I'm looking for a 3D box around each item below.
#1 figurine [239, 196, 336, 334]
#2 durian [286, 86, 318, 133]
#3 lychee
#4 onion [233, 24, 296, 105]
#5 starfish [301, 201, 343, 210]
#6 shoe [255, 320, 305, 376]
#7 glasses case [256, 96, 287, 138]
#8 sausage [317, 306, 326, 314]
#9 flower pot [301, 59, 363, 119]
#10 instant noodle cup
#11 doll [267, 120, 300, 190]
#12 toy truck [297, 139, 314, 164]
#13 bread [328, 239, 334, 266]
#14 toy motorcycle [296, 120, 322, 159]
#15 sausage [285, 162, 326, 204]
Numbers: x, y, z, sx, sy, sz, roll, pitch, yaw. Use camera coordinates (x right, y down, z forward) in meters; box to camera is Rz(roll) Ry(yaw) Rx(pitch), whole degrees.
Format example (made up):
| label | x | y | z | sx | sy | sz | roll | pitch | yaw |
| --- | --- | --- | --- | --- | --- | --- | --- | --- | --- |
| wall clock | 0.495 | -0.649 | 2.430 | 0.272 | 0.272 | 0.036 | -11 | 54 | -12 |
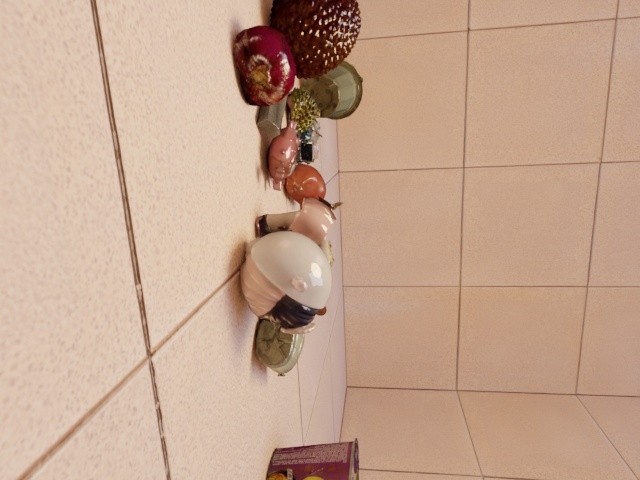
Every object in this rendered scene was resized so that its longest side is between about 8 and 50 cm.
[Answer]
| label | x | y | z | sx | sy | sz | roll | pitch | yaw |
| --- | --- | --- | --- | --- | --- | --- | --- | --- | --- |
| figurine | -0.080 | 0.049 | 1.108 | 0.361 | 0.253 | 0.211 | -73 | -172 | -51 |
| durian | -0.070 | -0.503 | 1.603 | 0.108 | 0.119 | 0.186 | 75 | 17 | -74 |
| lychee | -0.019 | -0.691 | 1.378 | 0.330 | 0.306 | 0.306 | 115 | -14 | -47 |
| onion | -0.139 | -0.466 | 1.118 | 0.218 | 0.140 | 0.195 | -87 | 165 | -49 |
| starfish | -0.010 | -0.004 | 1.959 | 0.384 | 0.132 | 0.397 | 37 | 66 | -69 |
| shoe | -0.105 | 0.240 | 1.292 | 0.210 | 0.132 | 0.341 | 85 | 12 | -55 |
| glasses case | -0.139 | -0.406 | 1.275 | 0.071 | 0.047 | 0.204 | 37 | 45 | -41 |
| sausage | -0.026 | 0.269 | 1.975 | 0.326 | 0.079 | 0.087 | 74 | 17 | -55 |
| flower pot | 0.030 | -0.676 | 1.963 | 0.259 | 0.291 | 0.290 | -52 | 143 | -56 |
| instant noodle cup | -0.019 | 0.786 | 1.314 | 0.340 | 0.266 | 0.339 | -1 | 90 | -83 |
| doll | -0.115 | -0.258 | 1.306 | 0.262 | 0.093 | 0.211 | -91 | -164 | -58 |
| toy truck | -0.079 | -0.325 | 1.578 | 0.192 | 0.092 | 0.083 | -30 | 119 | -74 |
| bread | -0.042 | 0.041 | 1.666 | 0.143 | 0.140 | 0.229 | -77 | 153 | -48 |
| toy motorcycle | -0.058 | -0.427 | 1.751 | 0.239 | 0.108 | 0.204 | 54 | 22 | -30 |
| sausage | -0.052 | -0.208 | 1.622 | 0.254 | 0.148 | 0.148 | 59 | 31 | -75 |
